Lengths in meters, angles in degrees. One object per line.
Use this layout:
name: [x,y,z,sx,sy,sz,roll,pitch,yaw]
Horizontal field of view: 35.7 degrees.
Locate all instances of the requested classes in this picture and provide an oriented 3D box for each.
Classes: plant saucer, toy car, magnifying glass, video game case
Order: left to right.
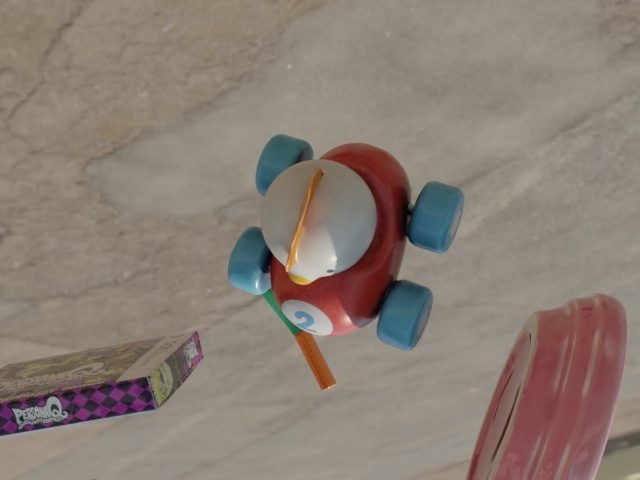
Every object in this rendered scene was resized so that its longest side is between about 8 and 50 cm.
video game case: [-0.257,0.151,1.038,0.232,0.042,0.210,-11,-175,7]
magnifying glass: [-0.038,0.115,1.474,0.026,0.231,0.092,-31,168,24]
toy car: [0.000,0.000,0.989,0.219,0.210,0.238,19,-174,17]
plant saucer: [0.222,0.205,1.044,0.084,0.332,0.332,19,162,6]

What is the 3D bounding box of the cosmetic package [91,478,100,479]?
cosmetic package: [-0.103,0.365,1.007,0.309,0.160,0.113,13,130,-5]
